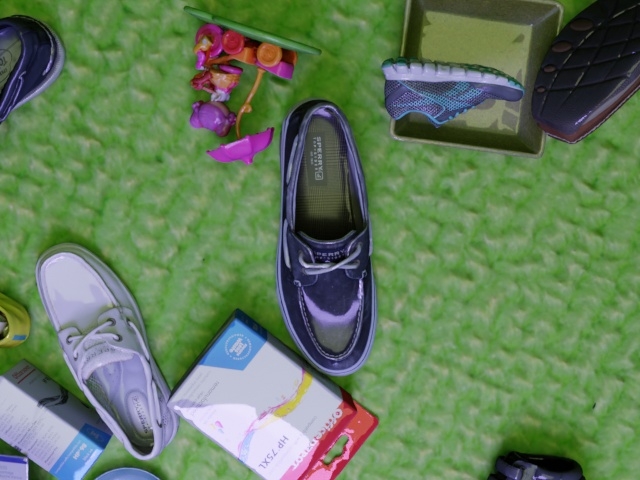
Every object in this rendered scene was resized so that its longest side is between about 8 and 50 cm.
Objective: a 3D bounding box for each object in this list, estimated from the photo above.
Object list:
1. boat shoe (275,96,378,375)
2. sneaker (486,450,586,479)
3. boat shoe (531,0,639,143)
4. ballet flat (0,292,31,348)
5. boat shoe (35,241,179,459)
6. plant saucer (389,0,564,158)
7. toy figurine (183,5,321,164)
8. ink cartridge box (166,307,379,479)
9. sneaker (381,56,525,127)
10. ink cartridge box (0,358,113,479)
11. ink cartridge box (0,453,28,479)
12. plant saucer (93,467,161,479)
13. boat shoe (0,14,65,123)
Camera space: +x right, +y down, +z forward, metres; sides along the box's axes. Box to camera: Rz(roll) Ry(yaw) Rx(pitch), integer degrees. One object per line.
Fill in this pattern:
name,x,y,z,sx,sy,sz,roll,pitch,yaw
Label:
boat shoe,0.000,0.000,1.085,0.121,0.119,0.335,-9,94,-3
sneaker,0.197,0.336,1.135,0.296,0.104,0.146,-8,93,-9
boat shoe,0.379,-0.240,1.087,0.324,0.123,0.120,-51,135,-3
ballet flat,-0.445,0.058,1.083,0.231,0.077,0.077,29,92,-5
boat shoe,-0.248,0.129,1.091,0.098,0.096,0.277,-29,95,-1
plant saucer,0.183,-0.202,1.120,0.189,0.045,0.188,7,94,-5
toy figurine,-0.103,-0.171,1.083,0.173,0.130,0.159,22,102,17
ink cartridge box,-0.051,0.206,1.118,0.231,0.078,0.134,38,91,-6
sneaker,0.149,-0.166,1.075,0.167,0.065,0.076,6,110,-1
ink cartridge box,-0.333,0.200,1.086,0.180,0.104,0.060,37,91,-5
ink cartridge box,-0.402,0.393,1.093,0.166,0.065,0.332,5,99,10
plant saucer,-0.235,0.334,1.143,0.119,0.021,0.119,0,94,-3
boat shoe,-0.439,-0.133,1.052,0.340,0.113,0.127,-35,96,-1
